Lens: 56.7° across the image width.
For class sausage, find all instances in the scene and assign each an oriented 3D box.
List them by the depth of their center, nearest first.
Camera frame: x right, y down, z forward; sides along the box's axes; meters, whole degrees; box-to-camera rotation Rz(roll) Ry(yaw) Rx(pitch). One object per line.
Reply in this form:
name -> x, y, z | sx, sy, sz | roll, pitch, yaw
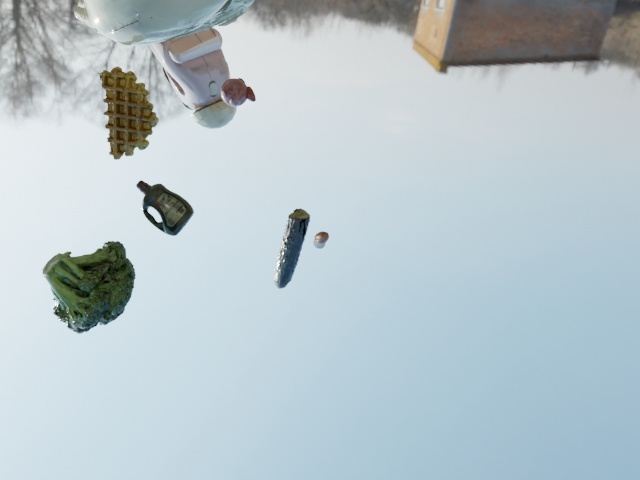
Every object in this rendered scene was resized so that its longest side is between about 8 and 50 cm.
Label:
sausage -> 0.000, 0.000, 1.874 | 0.043, 0.043, 0.186 | 8, 171, -2

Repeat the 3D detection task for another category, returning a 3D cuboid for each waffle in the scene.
waffle -> -0.453, -0.292, 1.353 | 0.161, 0.192, 0.046 | -28, -169, 16

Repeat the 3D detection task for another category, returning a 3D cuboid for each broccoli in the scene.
broccoli -> -0.709, 0.131, 1.818 | 0.308, 0.275, 0.307 | -21, -138, 21

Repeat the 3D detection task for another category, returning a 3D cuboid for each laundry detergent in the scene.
laundry detergent -> -0.574, -0.124, 2.129 | 0.222, 0.144, 0.078 | 37, -175, -8

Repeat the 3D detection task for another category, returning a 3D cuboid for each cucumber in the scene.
cucumber -> -0.102, 0.042, 1.961 | 0.072, 0.303, 0.081 | 11, -153, -10

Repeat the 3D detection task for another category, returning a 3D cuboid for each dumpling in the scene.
dumpling -> -0.284, -0.459, 1.127 | 0.395, 0.233, 0.316 | -18, 163, 39

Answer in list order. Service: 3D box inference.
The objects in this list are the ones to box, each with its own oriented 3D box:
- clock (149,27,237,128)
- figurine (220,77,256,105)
clock -> -0.380, -0.523, 1.750 | 0.184, 0.325, 0.342 | -25, -120, -8
figurine -> -0.210, -0.364, 1.454 | 0.071, 0.067, 0.083 | -32, -129, -20
